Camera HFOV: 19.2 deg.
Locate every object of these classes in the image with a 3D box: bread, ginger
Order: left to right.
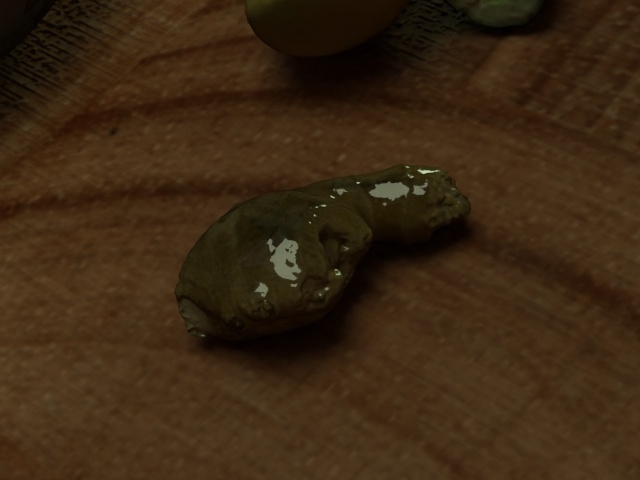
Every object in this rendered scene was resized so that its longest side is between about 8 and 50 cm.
[{"bbox_3d":[0.001,0.003,0.988,0.165,0.067,0.096,-22,23,-2],"label":"ginger"},{"bbox_3d":[0.019,-0.203,1.144,0.098,0.147,0.217,21,41,-20],"label":"bread"}]

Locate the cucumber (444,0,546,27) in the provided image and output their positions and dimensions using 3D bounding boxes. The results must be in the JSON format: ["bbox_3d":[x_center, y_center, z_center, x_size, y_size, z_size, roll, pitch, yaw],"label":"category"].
[{"bbox_3d":[0.129,-0.233,1.175,0.074,0.074,0.241,2,46,20],"label":"cucumber"}]

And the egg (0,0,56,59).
[{"bbox_3d":[-0.246,-0.206,1.183,0.196,0.196,0.271,17,64,31],"label":"egg"}]
